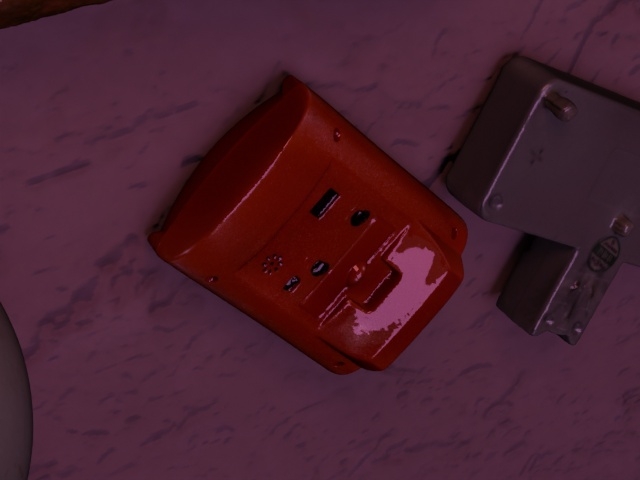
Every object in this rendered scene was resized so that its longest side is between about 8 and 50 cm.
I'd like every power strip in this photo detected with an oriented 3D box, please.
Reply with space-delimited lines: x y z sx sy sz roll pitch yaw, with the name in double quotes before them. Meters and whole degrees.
"power strip" 0.161 -0.009 0.977 0.216 0.061 0.145 14 110 -39

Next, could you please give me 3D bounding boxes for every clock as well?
"clock" 0.000 0.000 0.877 0.113 0.061 0.155 -49 132 5

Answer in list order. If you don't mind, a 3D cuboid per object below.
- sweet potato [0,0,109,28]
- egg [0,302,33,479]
"sweet potato" -0.049 -0.149 0.723 0.341 0.092 0.114 -12 151 -27
"egg" -0.199 0.081 0.733 0.149 0.149 0.192 -9 123 -29
